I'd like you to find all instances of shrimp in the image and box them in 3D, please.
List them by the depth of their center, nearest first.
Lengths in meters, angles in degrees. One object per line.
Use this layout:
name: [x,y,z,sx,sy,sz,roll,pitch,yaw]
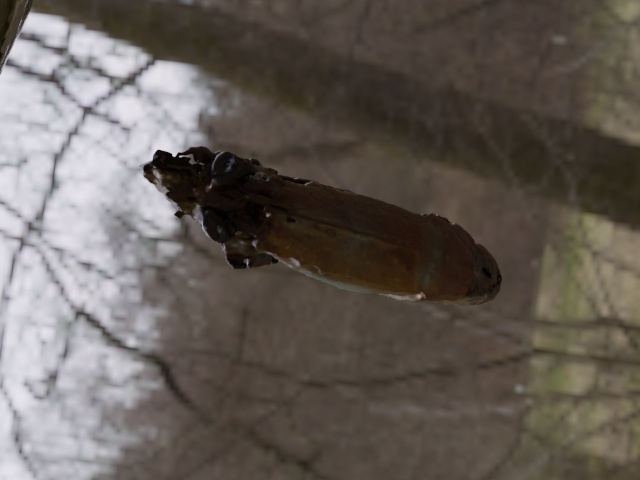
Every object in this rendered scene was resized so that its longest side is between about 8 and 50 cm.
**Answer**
shrimp: [0.000,0.000,0.733,0.184,0.091,0.043,20,-99,-48]

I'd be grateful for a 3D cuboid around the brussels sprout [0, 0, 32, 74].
brussels sprout: [-0.213,-0.110,0.516,0.355,0.289,0.281,-31,47,48]
